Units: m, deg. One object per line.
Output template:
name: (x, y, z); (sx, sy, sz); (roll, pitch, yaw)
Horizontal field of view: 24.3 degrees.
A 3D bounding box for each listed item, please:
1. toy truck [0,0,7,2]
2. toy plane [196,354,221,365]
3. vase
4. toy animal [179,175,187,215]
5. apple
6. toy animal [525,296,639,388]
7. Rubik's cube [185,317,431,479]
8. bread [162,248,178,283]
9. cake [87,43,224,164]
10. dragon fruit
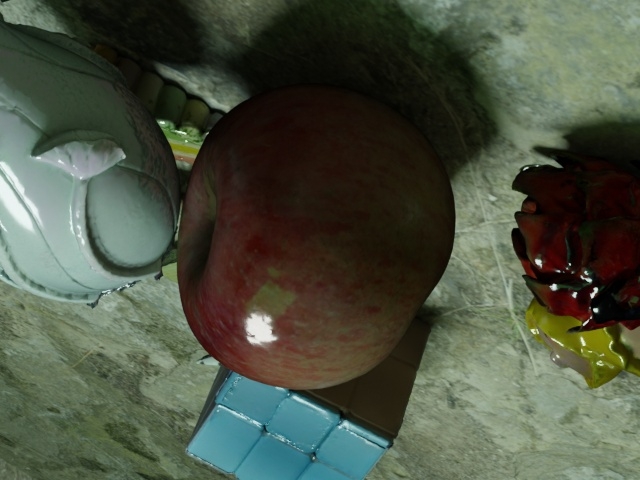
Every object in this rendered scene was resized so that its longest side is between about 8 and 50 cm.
toy truck: (-0.307, -0.313, 1.420); (0.184, 0.133, 0.338); (30, 159, -34)
toy plane: (-0.065, 0.148, 2.141); (0.234, 0.082, 0.160); (2, 157, 20)
vase: (-0.303, -0.114, 1.452); (0.250, 0.250, 0.445); (13, 161, 25)
toy animal: (-0.078, -0.017, 1.830); (0.255, 0.090, 0.170); (-11, 134, 48)
apple: (0.000, 0.000, 1.535); (0.269, 0.345, 0.345); (8, 160, -18)
toy animal: (0.322, 0.081, 1.600); (0.156, 0.156, 0.230); (39, 163, -27)
Rubik's cube: (-0.018, 0.196, 1.959); (0.224, 0.221, 0.231); (28, 134, -5)
bread: (-0.138, 0.036, 2.048); (0.112, 0.036, 0.193); (33, 151, -27)
cake: (-0.198, -0.154, 1.729); (0.225, 0.090, 0.109); (14, 157, -20)
dragon fruit: (0.274, 0.004, 1.441); (0.188, 0.182, 0.182); (-5, 141, 49)
